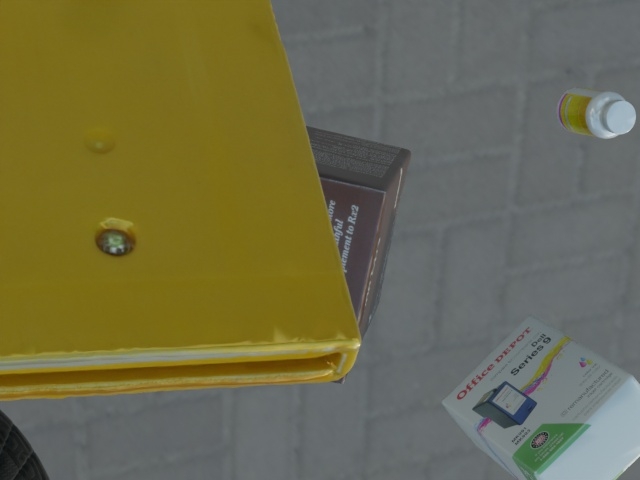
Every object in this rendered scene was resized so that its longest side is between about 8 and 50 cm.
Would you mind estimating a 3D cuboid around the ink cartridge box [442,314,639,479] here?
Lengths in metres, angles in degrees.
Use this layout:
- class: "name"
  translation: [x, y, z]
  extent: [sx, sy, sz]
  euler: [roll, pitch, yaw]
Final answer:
- class: "ink cartridge box"
  translation: [0.258, 0.193, 1.809]
  extent: [0.154, 0.212, 0.093]
  euler: [-43, 118, -6]

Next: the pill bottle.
- class: "pill bottle"
  translation: [0.253, -0.116, 1.478]
  extent: [0.043, 0.083, 0.043]
  euler: [-4, 101, -20]

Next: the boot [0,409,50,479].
- class: "boot"
  translation: [-0.482, 0.249, 1.677]
  extent: [0.284, 0.138, 0.377]
  euler: [-37, 112, 25]

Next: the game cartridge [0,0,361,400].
- class: "game cartridge"
  translation: [-0.144, -0.048, 1.032]
  extent: [0.285, 0.324, 0.053]
  euler: [-1, 142, -17]

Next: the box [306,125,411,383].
- class: "box"
  translation: [0.000, 0.000, 1.643]
  extent: [0.143, 0.381, 0.191]
  euler: [13, 101, 6]
